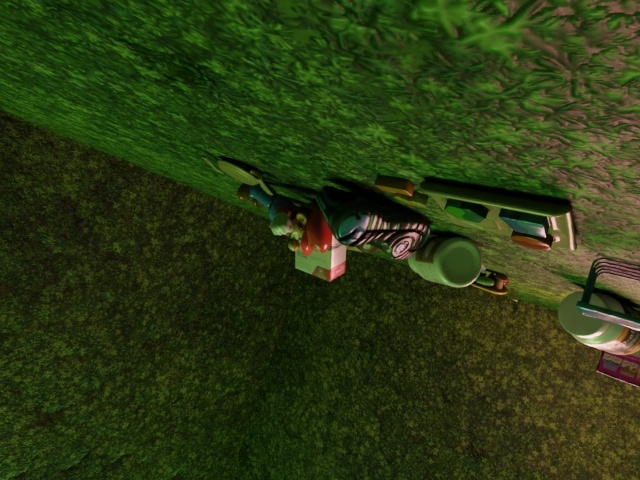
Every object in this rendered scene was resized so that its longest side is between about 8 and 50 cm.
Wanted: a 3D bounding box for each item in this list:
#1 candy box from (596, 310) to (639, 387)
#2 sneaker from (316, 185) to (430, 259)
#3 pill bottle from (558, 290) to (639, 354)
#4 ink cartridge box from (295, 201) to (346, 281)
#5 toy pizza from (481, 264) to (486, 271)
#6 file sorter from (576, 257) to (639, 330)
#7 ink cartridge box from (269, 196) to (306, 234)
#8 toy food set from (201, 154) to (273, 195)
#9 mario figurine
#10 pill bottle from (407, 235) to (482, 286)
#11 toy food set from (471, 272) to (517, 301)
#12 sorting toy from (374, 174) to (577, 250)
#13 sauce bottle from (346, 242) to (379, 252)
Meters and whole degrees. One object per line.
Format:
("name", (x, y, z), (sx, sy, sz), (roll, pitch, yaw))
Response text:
("candy box", (1.031, 0.351, 1.420), (0.159, 0.234, 0.071), (18, 178, 37))
("sneaker", (0.135, -0.050, 1.013), (0.340, 0.125, 0.140), (17, -153, -45))
("pill bottle", (0.851, 0.247, 1.303), (0.278, 0.162, 0.162), (20, 178, -33))
("ink cartridge box", (0.000, 0.000, 1.407), (0.158, 0.218, 0.092), (19, -150, 36))
("toy pizza", (0.480, 0.068, 1.522), (0.201, 0.032, 0.201), (16, 171, 3))
("file sorter", (0.584, 0.107, 0.840), (0.118, 0.105, 0.170), (17, 177, 36))
("ink cartridge box", (-0.031, -0.052, 1.661), (0.226, 0.131, 0.306), (17, 179, 15))
("toy food set", (-0.218, -0.190, 1.169), (0.192, 0.039, 0.132), (24, 172, 14))
("mario figurine", (-0.108, -0.050, 1.244), (0.320, 0.170, 0.198), (35, -138, 27))
("pill bottle", (0.335, 0.054, 1.210), (0.131, 0.131, 0.229), (19, 177, -11))
("toy food set", (0.682, 0.151, 1.715), (0.217, 0.071, 0.128), (20, -158, 19))
("sorting toy", (0.252, -0.043, 0.725), (0.307, 0.041, 0.229), (17, 177, 36))
("sauce bottle", (0.145, -0.015, 1.382), (0.111, 0.112, 0.344), (19, 177, -19))
